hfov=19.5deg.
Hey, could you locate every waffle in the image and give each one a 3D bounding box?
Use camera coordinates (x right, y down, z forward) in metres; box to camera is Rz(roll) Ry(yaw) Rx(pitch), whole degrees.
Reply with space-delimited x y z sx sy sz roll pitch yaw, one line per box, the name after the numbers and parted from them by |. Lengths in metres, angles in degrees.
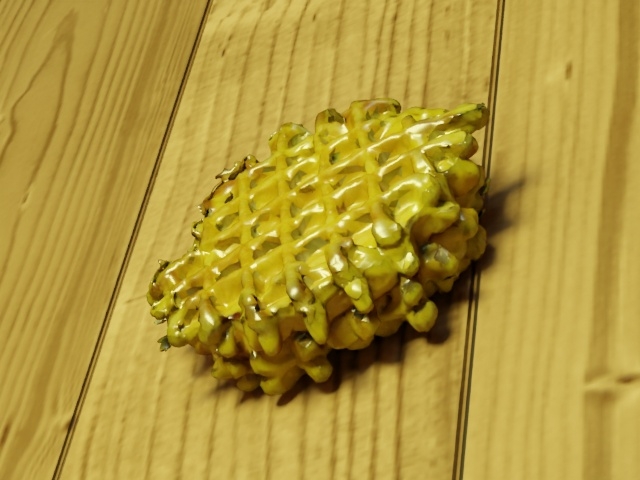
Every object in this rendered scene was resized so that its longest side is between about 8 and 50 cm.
0.000 0.000 1.013 0.197 0.070 0.193 -7 39 41 | waffle
